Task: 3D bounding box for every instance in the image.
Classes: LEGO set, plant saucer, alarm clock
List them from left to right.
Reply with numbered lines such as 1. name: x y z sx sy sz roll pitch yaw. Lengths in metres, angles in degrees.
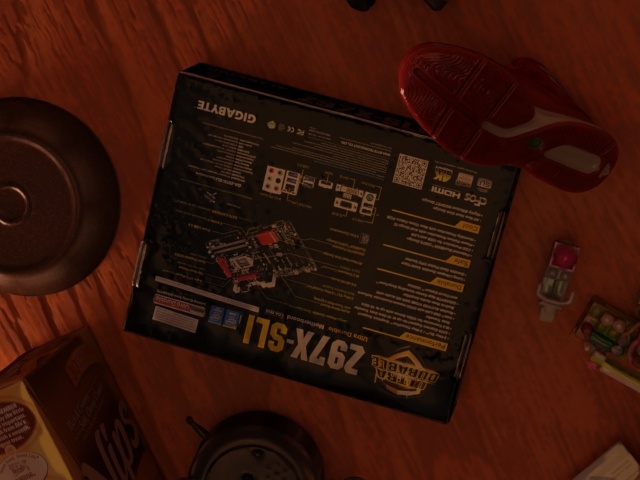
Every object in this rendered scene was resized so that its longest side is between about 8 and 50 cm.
1. plant saucer: -0.294 -0.038 1.416 0.198 0.036 0.199 2 103 10
2. alarm clock: -0.043 0.237 1.416 0.192 0.064 0.129 7 101 0
3. LEGO set: 0.331 0.083 1.294 0.287 0.107 0.132 7 103 9

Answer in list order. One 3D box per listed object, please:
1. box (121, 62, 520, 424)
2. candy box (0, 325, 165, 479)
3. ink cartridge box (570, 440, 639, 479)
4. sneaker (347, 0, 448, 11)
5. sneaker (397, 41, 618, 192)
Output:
1. box: 0.000 0.000 1.351 0.322 0.079 0.257 15 106 7
2. candy box: -0.212 0.257 1.389 0.087 0.183 0.316 -23 97 13
3. ink cartridge box: 0.292 0.297 1.389 0.145 0.045 0.179 -43 82 16
4. sneaker: 0.114 -0.258 1.277 0.234 0.078 0.106 -12 103 16
5. sneaker: 0.144 -0.122 1.260 0.221 0.128 0.087 28 110 -28
